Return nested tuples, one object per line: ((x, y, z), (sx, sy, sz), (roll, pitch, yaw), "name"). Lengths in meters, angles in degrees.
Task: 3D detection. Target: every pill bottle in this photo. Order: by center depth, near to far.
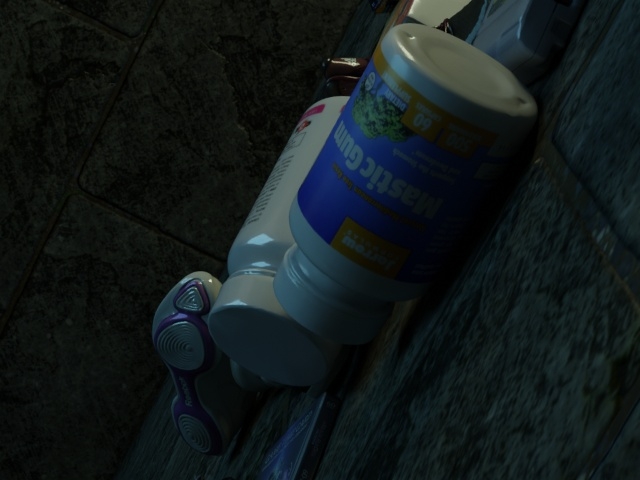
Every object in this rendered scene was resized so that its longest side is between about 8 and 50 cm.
((0.064, -0.042, 1.269), (0.272, 0.152, 0.152), (-60, 8, 26), "pill bottle")
((0.000, 0.000, 1.484), (0.283, 0.160, 0.160), (-63, 6, -32), "pill bottle")

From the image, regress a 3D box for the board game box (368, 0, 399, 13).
((0.154, -0.367, 1.863), (0.170, 0.141, 0.048), (-55, 48, 54), "board game box")

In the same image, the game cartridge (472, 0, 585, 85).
((0.228, -0.279, 1.359), (0.294, 0.060, 0.196), (-65, 3, -12), "game cartridge")

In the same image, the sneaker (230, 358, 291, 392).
((-0.063, 0.143, 1.775), (0.262, 0.099, 0.121), (124, 165, -54), "sneaker")

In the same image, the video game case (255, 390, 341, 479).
((-0.062, 0.306, 1.453), (0.196, 0.026, 0.274), (-53, 12, 56), "video game case")

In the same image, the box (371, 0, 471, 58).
((0.136, -0.265, 1.806), (0.130, 0.091, 0.170), (-67, 8, -31), "box")

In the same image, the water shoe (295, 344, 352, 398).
((-0.001, 0.086, 1.571), (0.073, 0.080, 0.203), (-58, 9, 34), "water shoe")

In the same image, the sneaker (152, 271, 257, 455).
((-0.148, 0.150, 1.964), (0.152, 0.114, 0.305), (-46, -33, -42), "sneaker")

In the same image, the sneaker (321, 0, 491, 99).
((0.089, -0.191, 1.582), (0.281, 0.162, 0.106), (-59, 8, 33), "sneaker")

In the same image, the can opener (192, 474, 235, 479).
((-0.144, 0.337, 1.871), (0.059, 0.073, 0.186), (-23, -10, -28), "can opener")
